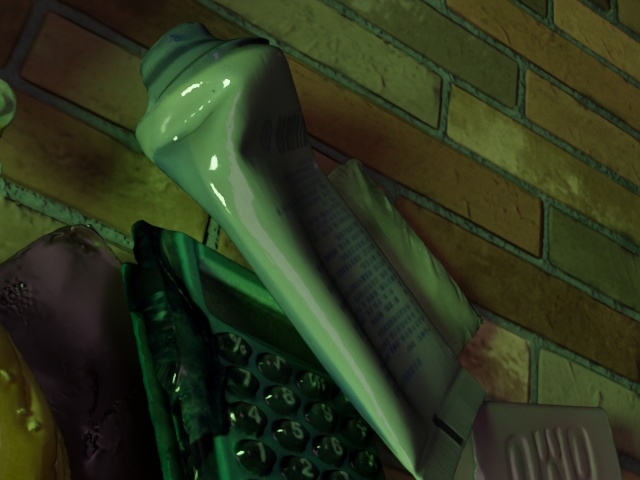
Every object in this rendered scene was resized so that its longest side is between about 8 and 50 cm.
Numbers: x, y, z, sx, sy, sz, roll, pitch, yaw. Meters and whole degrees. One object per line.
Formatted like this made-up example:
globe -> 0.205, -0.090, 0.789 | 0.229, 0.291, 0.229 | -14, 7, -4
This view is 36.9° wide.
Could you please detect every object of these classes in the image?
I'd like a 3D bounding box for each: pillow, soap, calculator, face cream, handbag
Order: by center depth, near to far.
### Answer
handbag -> -0.200, 0.117, 0.692 | 0.203, 0.074, 0.216 | 51, 50, -4
calculator -> -0.036, 0.131, 0.726 | 0.248, 0.058, 0.274 | 32, 31, -46
face cream -> 0.000, 0.000, 0.799 | 0.420, 0.137, 0.235 | 53, 20, 0
soap -> 0.205, 0.222, 0.940 | 0.203, 0.065, 0.122 | 8, 63, -34
pillow -> 0.067, 0.033, 0.947 | 0.229, 0.051, 0.128 | 52, 52, -4

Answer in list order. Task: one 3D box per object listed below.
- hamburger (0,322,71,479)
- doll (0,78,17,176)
hamburger -> -0.264, 0.126, 0.533 | 0.243, 0.146, 0.286 | 8, 81, -4
doll -> -0.379, -0.163, 0.590 | 0.423, 0.161, 0.348 | -19, 108, -24
